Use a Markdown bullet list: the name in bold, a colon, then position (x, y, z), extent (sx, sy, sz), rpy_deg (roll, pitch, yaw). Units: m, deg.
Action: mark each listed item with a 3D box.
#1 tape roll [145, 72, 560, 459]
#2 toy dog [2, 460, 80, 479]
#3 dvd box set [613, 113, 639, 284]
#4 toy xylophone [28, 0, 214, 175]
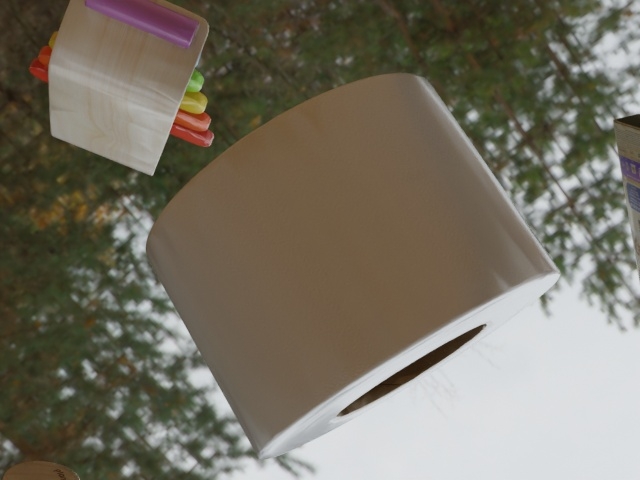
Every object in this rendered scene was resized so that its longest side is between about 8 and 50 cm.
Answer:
- **tape roll**: position (0.022, 0.022, 0.678), extent (0.246, 0.169, 0.246), rpy_deg (-29, 165, -9)
- **toy dog**: position (-0.195, 0.348, 1.031), extent (0.220, 0.334, 0.161), rpy_deg (-59, 169, 21)
- **dvd box set**: position (0.664, -0.019, 1.807), extent (0.062, 0.420, 0.307), rpy_deg (-13, -168, 2)
- **toy xylophone**: position (-0.168, -0.132, 0.932), extent (0.323, 0.236, 0.081), rpy_deg (-17, -128, 66)
